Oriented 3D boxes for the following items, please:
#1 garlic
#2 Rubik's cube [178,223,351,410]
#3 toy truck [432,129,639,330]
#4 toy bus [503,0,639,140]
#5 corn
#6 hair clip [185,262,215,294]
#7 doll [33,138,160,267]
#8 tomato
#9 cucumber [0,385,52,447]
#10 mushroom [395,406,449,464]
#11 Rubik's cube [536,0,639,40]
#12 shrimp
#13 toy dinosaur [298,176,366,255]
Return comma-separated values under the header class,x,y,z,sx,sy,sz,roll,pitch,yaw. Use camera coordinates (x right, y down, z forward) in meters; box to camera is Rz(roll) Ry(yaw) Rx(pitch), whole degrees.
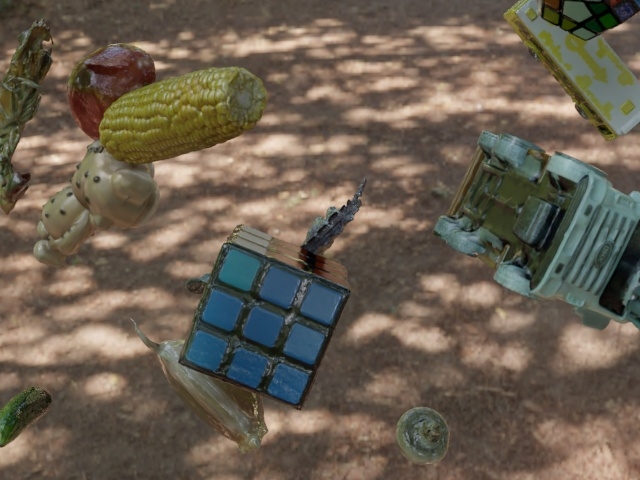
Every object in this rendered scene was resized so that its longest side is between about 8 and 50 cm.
class,x,y,z,sx,sy,sz,roll,pitch,yaw
garlic,-0.188,0.202,1.393,0.266,0.148,0.129,38,57,-9
Rubik's cube,-0.065,0.089,1.133,0.160,0.162,0.163,23,9,-3
toy truck,0.249,-0.006,0.914,0.184,0.133,0.338,22,8,-13
toy bus,0.346,-0.240,1.224,0.081,0.226,0.074,-40,4,0
corn,-0.176,-0.154,1.136,0.310,0.102,0.101,-9,16,48
hair clip,-0.131,0.109,1.550,0.070,0.039,0.229,-35,47,-30
doll,-0.337,-0.061,1.370,0.278,0.119,0.154,-27,48,42
tomato,-0.326,-0.223,1.388,0.139,0.159,0.091,24,12,32
cucumber,-0.332,0.189,1.029,0.039,0.039,0.168,0,8,3
mushroom,0.153,0.280,1.338,0.085,0.079,0.085,5,60,-9
Rubik's cube,0.260,-0.256,0.867,0.133,0.112,0.133,12,44,-12
shrimp,-0.267,-0.100,0.811,0.034,0.178,0.124,10,43,-31
toy dinosaur,-0.002,-0.001,1.234,0.039,0.209,0.082,38,3,-3
